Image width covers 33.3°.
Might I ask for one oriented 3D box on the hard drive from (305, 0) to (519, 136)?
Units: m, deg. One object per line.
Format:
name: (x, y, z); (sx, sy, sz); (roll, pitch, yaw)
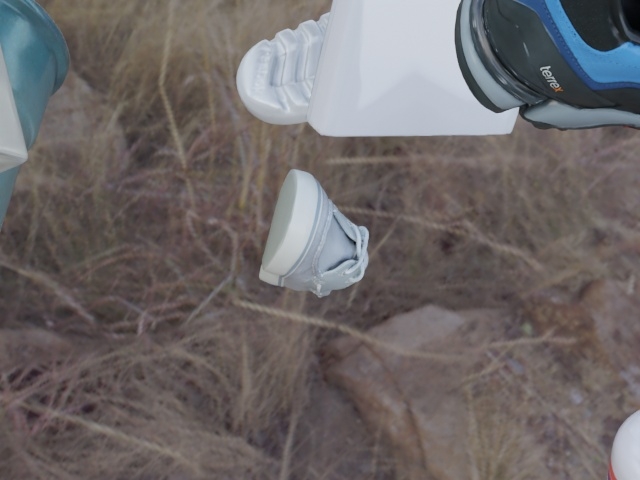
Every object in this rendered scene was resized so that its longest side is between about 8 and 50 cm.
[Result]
hard drive: (0.130, -0.264, 0.977); (0.233, 0.353, 0.047); (-4, 32, -31)

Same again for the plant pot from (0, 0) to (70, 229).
plant pot: (-0.425, -0.051, 0.961); (0.341, 0.341, 0.334); (16, 67, -24)

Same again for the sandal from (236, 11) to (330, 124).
sandal: (0.105, -0.224, 1.318); (0.416, 0.102, 0.169); (-9, 61, 2)

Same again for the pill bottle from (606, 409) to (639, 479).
pill bottle: (0.391, 0.345, 1.163); (0.181, 0.323, 0.181); (0, 31, 0)

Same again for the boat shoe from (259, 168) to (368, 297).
boat shoe: (0.000, 0.001, 0.839); (0.081, 0.227, 0.079); (15, 81, -2)

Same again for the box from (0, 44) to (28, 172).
box: (-0.259, -0.165, 0.498); (0.121, 0.148, 0.311); (5, 67, -67)

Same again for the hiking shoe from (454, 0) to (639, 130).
hiking shoe: (0.230, -0.102, 0.576); (0.304, 0.132, 0.113); (3, 75, -18)
